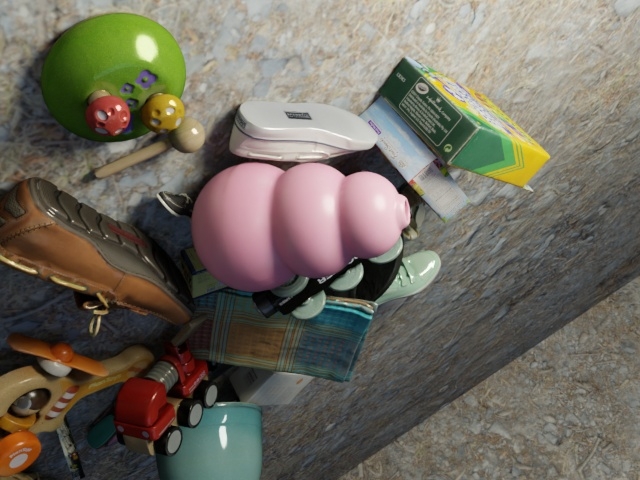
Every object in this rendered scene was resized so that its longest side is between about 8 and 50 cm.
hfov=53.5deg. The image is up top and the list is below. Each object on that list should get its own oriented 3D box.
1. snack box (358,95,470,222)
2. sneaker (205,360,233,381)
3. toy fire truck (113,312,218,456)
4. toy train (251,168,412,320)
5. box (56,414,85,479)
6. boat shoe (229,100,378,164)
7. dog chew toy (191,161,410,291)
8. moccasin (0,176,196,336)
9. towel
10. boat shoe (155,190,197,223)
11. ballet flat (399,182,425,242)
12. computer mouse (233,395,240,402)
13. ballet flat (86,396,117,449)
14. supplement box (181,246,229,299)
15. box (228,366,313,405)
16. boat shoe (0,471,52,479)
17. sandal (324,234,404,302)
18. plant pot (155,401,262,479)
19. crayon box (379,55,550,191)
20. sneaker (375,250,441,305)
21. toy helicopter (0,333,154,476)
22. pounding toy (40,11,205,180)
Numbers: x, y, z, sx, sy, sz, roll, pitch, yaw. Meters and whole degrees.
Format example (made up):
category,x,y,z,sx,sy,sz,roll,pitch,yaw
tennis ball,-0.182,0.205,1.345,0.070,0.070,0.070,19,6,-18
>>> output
category,x,y,z,sx,sy,sz,roll,pitch,yaw
snack box,0.171,-0.142,1.151,0.070,0.174,0.207,-41,147,12
sneaker,-0.214,0.257,1.436,0.089,0.051,0.170,-15,146,-37
toy fire truck,-0.295,0.264,1.238,0.217,0.158,0.246,-49,138,-55
toy train,0.000,0.000,1.165,0.334,0.190,0.142,-36,144,-2
box,-0.529,0.437,1.339,0.027,0.094,0.137,-18,145,-25
boat shoe,-0.028,-0.167,1.027,0.258,0.095,0.084,3,137,-31
dog chew toy,-0.028,-0.028,0.984,0.332,0.206,0.206,-5,154,19
moccasin,-0.334,0.052,0.969,0.147,0.139,0.380,-39,148,8
towel,-0.091,0.194,1.306,0.370,0.040,0.271,8,135,-6
boat shoe,-0.216,-0.057,1.024,0.038,0.046,0.125,-40,151,7
ballet flat,0.192,-0.040,1.408,0.073,0.067,0.206,-23,147,-21
computer mouse,-0.205,0.440,1.700,0.106,0.042,0.193,-5,143,-33
ballet flat,-0.426,0.382,1.396,0.221,0.077,0.079,-43,166,22
supplement box,-0.207,0.053,1.166,0.083,0.056,0.083,-18,145,-25
box,-0.118,0.342,1.600,0.130,0.091,0.170,-48,146,20
boat shoe,-0.637,0.546,1.378,0.098,0.109,0.302,-32,154,-16
sandal,0.015,0.106,1.332,0.107,0.167,0.446,-7,141,-55
plant pot,-0.258,0.547,1.507,0.271,0.255,0.271,-8,154,-4
crayon box,0.277,-0.202,1.145,0.323,0.203,0.083,7,129,-48
sneaker,0.184,0.078,1.524,0.256,0.094,0.151,-26,153,-10
toy helicopter,-0.461,0.255,1.168,0.355,0.140,0.235,-15,135,-48
pounding toy,-0.236,-0.158,0.810,0.183,0.110,0.237,-27,147,-12
